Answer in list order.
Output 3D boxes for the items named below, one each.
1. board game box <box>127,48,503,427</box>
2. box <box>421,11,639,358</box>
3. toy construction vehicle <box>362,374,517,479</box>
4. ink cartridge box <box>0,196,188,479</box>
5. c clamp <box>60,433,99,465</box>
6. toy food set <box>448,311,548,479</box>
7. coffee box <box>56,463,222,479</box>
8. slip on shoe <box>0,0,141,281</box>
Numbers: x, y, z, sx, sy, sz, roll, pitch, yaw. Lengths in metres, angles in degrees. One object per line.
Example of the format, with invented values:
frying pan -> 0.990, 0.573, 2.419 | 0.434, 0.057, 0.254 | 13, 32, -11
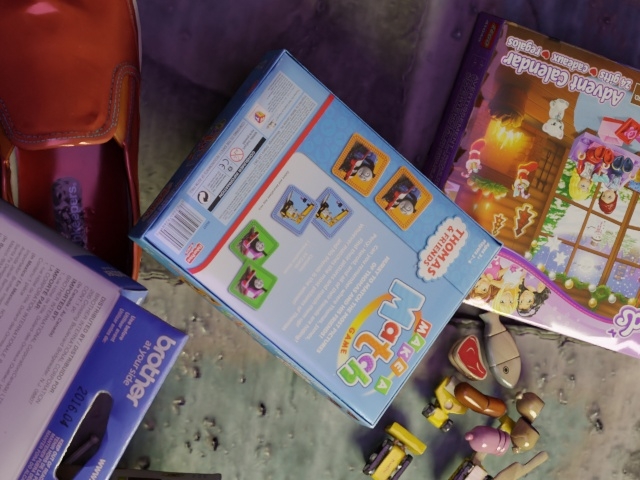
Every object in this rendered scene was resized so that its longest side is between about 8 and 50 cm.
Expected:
board game box -> 0.000, 0.000, 1.329 | 0.211, 0.039, 0.160 | 41, 78, -18
box -> 0.218, -0.025, 1.448 | 0.293, 0.057, 0.201 | 17, 98, -18
toy construction vehicle -> 0.090, 0.154, 1.470 | 0.086, 0.035, 0.098 | 36, 88, -9
ink cartridge box -> -0.245, 0.057, 1.255 | 0.311, 0.065, 0.186 | 31, 96, 14
c clamp -> -0.169, 0.241, 1.404 | 0.137, 0.022, 0.160 | -35, 97, 2
toy food set -> 0.130, 0.117, 1.451 | 0.078, 0.019, 0.122 | -28, 98, -32
coffee box -> -0.195, 0.225, 1.338 | 0.246, 0.098, 0.141 | 5, 97, -4
slip on shoe -> -0.171, -0.090, 1.302 | 0.123, 0.101, 0.331 | -7, 103, -12
